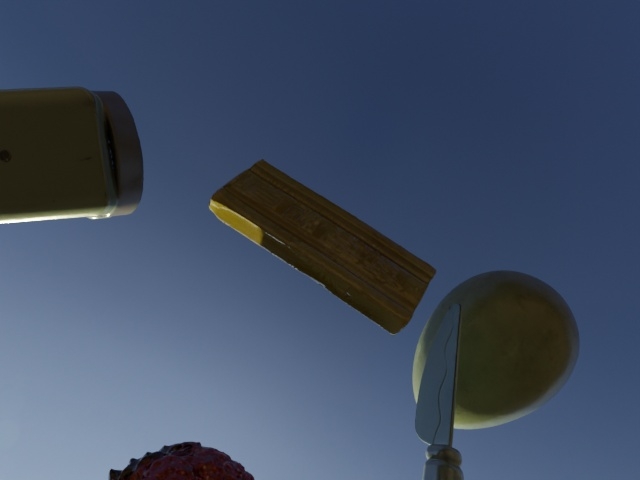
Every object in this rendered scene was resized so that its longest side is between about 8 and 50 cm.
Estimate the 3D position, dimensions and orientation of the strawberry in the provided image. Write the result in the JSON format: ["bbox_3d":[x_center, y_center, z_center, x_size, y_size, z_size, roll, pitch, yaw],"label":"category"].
[{"bbox_3d":[-0.206,0.436,0.586,0.288,0.238,0.250,29,-84,39],"label":"strawberry"}]

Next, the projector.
[{"bbox_3d":[-0.354,-0.104,0.551,0.242,0.177,0.163,-7,-81,-10],"label":"projector"}]

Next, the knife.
[{"bbox_3d":[0.144,0.229,0.519,0.044,0.331,0.080,29,-40,-16],"label":"knife"}]

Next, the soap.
[{"bbox_3d":[0.000,-0.001,0.470,0.252,0.092,0.037,33,-44,9],"label":"soap"}]

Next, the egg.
[{"bbox_3d":[0.274,0.180,0.692,0.295,0.218,0.218,-38,-84,-6],"label":"egg"}]
